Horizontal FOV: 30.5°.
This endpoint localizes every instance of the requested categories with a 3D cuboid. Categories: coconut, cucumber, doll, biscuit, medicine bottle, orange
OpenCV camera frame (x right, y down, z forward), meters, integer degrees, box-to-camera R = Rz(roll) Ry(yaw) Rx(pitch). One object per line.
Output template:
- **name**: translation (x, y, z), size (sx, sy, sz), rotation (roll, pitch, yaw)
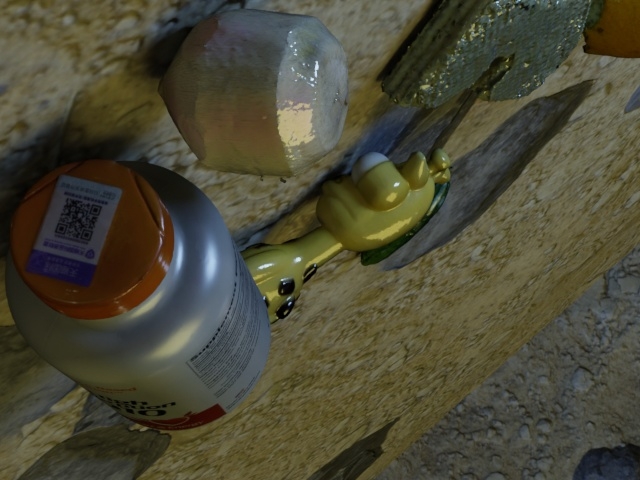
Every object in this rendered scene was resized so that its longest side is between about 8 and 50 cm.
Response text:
- **coconut**: translation (-0.047, -0.095, 0.761), size (0.110, 0.125, 0.110), rotation (7, 90, -70)
- **cucumber**: translation (0.099, -0.022, 1.337), size (0.168, 0.039, 0.039), rotation (-46, 161, 27)
- **doll**: translation (-0.001, -0.001, 1.119), size (0.291, 0.086, 0.117), rotation (-35, 166, -4)
- **biscuit**: translation (0.166, -0.182, 1.059), size (0.250, 0.046, 0.147), rotation (-13, 149, -53)
- **medicine bottle**: translation (-0.130, 0.039, 0.849), size (0.157, 0.157, 0.288), rotation (-36, 162, -7)
- **orange**: translation (0.329, -0.239, 1.151), size (0.160, 0.112, 0.170), rotation (-13, 137, -53)
